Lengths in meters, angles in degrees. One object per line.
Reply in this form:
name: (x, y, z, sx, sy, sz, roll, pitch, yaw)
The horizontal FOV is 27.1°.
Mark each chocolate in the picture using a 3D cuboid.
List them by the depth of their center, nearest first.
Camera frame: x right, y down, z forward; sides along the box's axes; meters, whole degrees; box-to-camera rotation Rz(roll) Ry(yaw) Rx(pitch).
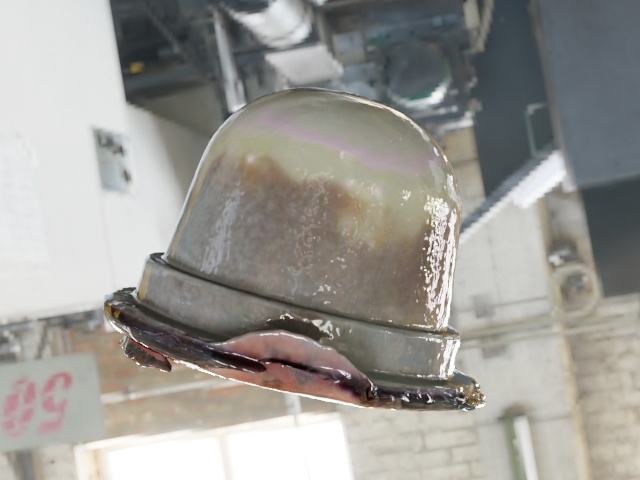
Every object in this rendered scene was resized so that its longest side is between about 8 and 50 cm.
chocolate: (-0.003, -0.003, 0.670, 0.221, 0.147, 0.221, 9, -170, -2)
